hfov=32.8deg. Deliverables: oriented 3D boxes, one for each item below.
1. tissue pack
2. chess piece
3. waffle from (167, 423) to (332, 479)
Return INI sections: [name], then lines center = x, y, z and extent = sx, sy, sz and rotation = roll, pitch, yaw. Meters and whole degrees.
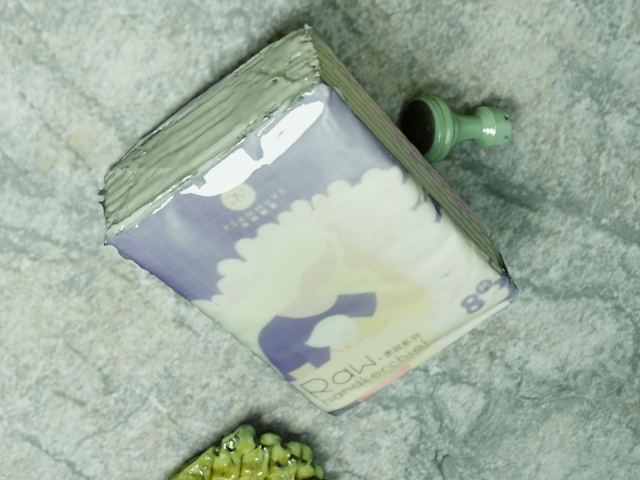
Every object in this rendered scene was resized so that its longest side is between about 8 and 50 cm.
[tissue pack]
center = 0.000, 0.000, 1.011
extent = 0.242, 0.125, 0.343
rotation = -35, 128, 15
[chess piece]
center = 0.136, -0.110, 1.067
extent = 0.103, 0.067, 0.067
rotation = -6, 121, -31
[waffle]
center = -0.094, 0.300, 1.211
extent = 0.223, 0.054, 0.204
rotation = -41, 127, 6
